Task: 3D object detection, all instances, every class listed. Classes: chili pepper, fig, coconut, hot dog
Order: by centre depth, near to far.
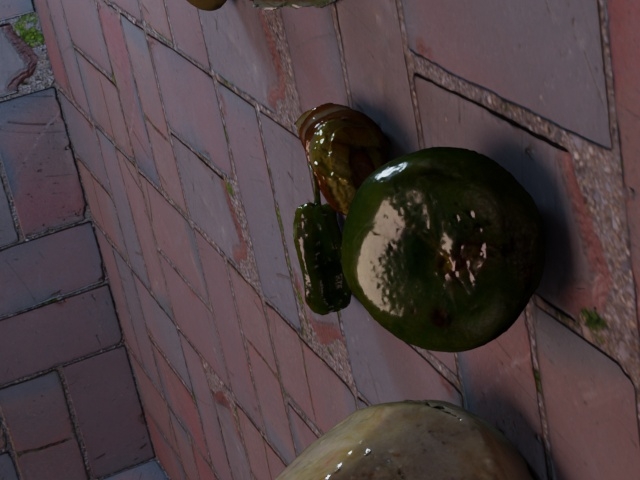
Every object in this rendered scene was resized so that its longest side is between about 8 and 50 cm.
[{"bbox_3d":[0.134,-0.001,1.421,0.235,0.203,0.203,-27,-80,-67],"label":"fig"},{"bbox_3d":[0.089,0.346,1.616,0.352,0.352,0.353,161,90,-74],"label":"coconut"},{"bbox_3d":[0.033,-0.100,1.688,0.261,0.093,0.123,-110,-2,-69],"label":"hot dog"},{"bbox_3d":[-0.003,0.000,1.943,0.073,0.072,0.204,0,102,54],"label":"chili pepper"}]

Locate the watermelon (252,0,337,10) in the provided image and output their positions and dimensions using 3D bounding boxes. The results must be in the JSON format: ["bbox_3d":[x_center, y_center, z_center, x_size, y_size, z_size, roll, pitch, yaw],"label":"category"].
[{"bbox_3d":[-0.055,-0.320,1.673,0.187,0.139,0.071,3,83,54],"label":"watermelon"}]

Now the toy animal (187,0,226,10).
[{"bbox_3d":[-0.151,-0.370,2.008,0.101,0.103,0.218,53,162,-6],"label":"toy animal"}]
